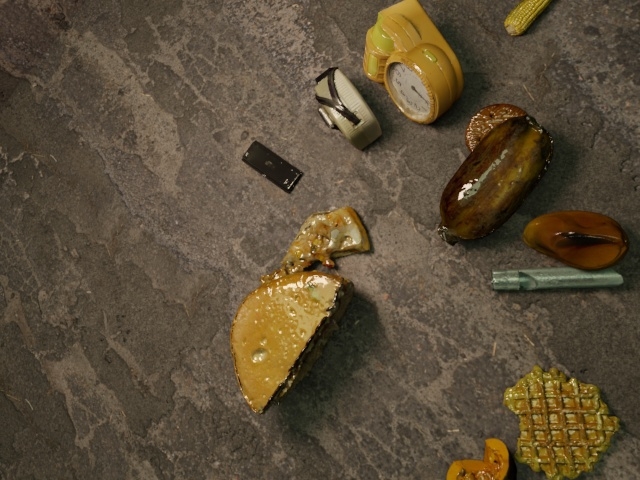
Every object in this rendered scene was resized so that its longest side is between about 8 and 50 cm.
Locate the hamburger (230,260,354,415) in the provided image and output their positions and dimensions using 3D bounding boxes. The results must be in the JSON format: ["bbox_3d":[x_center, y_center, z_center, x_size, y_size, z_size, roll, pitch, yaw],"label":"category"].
[{"bbox_3d":[-0.107,0.239,1.268,0.287,0.268,0.445,35,98,18],"label":"hamburger"}]

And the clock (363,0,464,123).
[{"bbox_3d":[0.279,-0.504,1.273,0.200,0.244,0.317,-35,75,-6],"label":"clock"}]

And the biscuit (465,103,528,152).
[{"bbox_3d":[0.521,-0.314,1.270,0.188,0.027,0.187,-3,82,18],"label":"biscuit"}]

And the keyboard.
[{"bbox_3d":[-0.171,-0.255,1.495,0.230,0.025,0.093,37,93,20],"label":"keyboard"}]

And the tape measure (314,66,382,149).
[{"bbox_3d":[0.059,-0.422,1.333,0.133,0.231,0.271,-33,73,13],"label":"tape measure"}]

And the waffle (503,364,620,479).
[{"bbox_3d":[0.598,0.466,1.113,0.291,0.051,0.291,-2,82,18],"label":"waffle"}]

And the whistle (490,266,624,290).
[{"bbox_3d":[0.621,0.101,1.156,0.312,0.062,0.062,-4,81,18],"label":"whistle"}]

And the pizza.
[{"bbox_3d":[0.000,0.000,1.375,0.297,0.071,0.189,-17,77,16],"label":"pizza"}]

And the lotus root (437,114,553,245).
[{"bbox_3d":[0.464,-0.156,1.179,0.196,0.179,0.397,41,103,18],"label":"lotus root"}]

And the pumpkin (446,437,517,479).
[{"bbox_3d":[0.428,0.609,1.117,0.183,0.119,0.107,-38,109,15],"label":"pumpkin"}]

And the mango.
[{"bbox_3d":[0.652,-0.007,1.117,0.236,0.166,0.136,10,126,24],"label":"mango"}]

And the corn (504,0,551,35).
[{"bbox_3d":[0.625,-0.692,1.272,0.072,0.072,0.203,44,95,19],"label":"corn"}]
